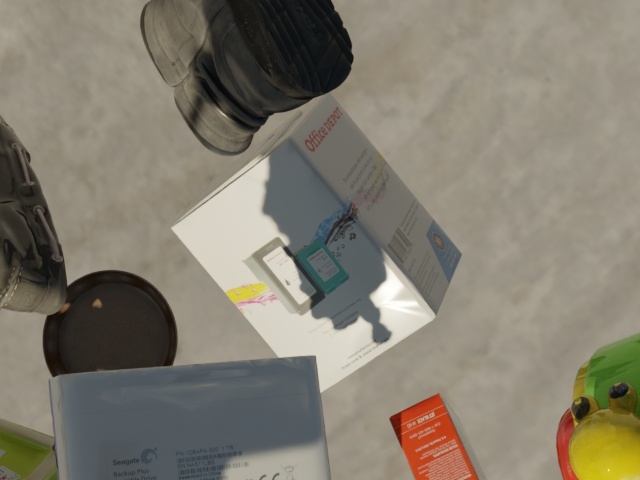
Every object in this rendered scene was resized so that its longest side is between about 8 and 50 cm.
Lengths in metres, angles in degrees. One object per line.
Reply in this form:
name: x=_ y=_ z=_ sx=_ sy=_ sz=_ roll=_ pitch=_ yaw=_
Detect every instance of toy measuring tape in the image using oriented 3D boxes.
toy measuring tape: x=0.216 y=0.110 z=0.859 sx=0.121 sy=0.121 sz=0.330 roll=-51 pitch=146 yaw=16

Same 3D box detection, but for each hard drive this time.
hard drive: x=-0.083 y=0.252 z=1.185 sx=0.210 sy=0.319 sz=0.040 roll=-2 pitch=170 yaw=-27

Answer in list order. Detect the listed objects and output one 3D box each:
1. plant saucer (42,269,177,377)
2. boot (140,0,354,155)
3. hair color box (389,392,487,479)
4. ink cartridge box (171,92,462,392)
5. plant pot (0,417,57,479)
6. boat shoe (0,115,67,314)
plant saucer: x=-0.251 y=0.120 z=1.924 sx=0.168 sy=0.168 sz=0.029 roll=-39 pitch=171 yaw=3
boot: x=-0.115 y=-0.255 z=1.504 sx=0.118 sy=0.338 sz=0.222 roll=-17 pitch=177 yaw=-35
hair color box: x=0.120 y=0.222 z=1.347 sx=0.053 sy=0.167 sz=0.093 roll=-27 pitch=155 yaw=5
ink cartridge box: x=0.000 y=0.000 z=1.912 sx=0.197 sy=0.198 sz=0.270 roll=-35 pitch=99 yaw=25
plant pot: x=-0.363 y=0.311 z=1.668 sx=0.228 sy=0.227 sz=0.207 roll=-47 pitch=149 yaw=-51
boat shoe: x=-0.324 y=-0.033 z=1.597 sx=0.095 sy=0.335 sz=0.112 roll=20 pitch=117 yaw=-29
